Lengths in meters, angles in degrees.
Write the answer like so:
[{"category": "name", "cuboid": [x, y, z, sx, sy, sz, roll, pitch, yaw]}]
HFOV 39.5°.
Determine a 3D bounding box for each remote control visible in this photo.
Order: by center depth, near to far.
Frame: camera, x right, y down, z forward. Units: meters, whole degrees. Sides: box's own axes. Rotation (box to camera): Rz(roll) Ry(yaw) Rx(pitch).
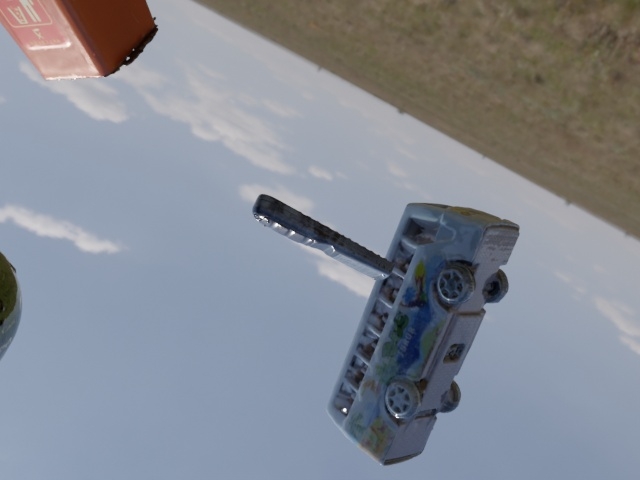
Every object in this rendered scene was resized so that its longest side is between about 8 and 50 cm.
[{"category": "remote control", "cuboid": [0.001, -0.001, 0.894, 0.152, 0.027, 0.043, 27, 159, -9]}]

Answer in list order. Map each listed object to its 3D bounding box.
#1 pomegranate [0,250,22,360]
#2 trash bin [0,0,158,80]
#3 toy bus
[{"category": "pomegranate", "cuboid": [-0.382, 0.048, 0.849, 0.202, 0.248, 0.202, 13, -154, -7]}, {"category": "trash bin", "cuboid": [-0.286, -0.309, 0.971, 0.161, 0.184, 0.239, 4, 138, 31]}, {"category": "toy bus", "cuboid": [0.123, 0.107, 1.104, 0.136, 0.330, 0.109, 31, -163, 36]}]
